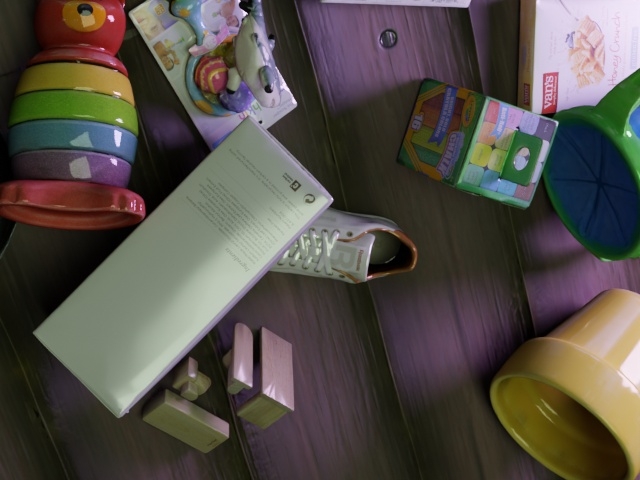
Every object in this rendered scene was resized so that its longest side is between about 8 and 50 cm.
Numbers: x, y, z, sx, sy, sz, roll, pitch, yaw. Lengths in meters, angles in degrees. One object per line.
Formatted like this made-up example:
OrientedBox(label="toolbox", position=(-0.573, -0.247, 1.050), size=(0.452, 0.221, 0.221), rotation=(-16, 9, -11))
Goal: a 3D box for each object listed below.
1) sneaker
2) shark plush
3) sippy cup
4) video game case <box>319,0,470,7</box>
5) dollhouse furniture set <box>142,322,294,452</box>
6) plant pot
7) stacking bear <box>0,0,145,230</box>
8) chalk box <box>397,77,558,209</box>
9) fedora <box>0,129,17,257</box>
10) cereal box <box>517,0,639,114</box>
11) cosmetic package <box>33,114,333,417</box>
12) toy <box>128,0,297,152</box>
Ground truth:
OrientedBox(label="sneaker", position=(0.000, 0.000, 1.744), size=(0.290, 0.123, 0.106), rotation=(1, 105, -24))
OrientedBox(label="shark plush", position=(-0.083, -0.247, 1.628), size=(0.067, 0.073, 0.161), rotation=(-14, 92, -51))
OrientedBox(label="sippy cup", position=(0.480, -0.117, 1.881), size=(0.224, 0.305, 0.240), rotation=(-24, 84, -21))
OrientedBox(label="video game case", position=(0.125, -0.401, 1.682), size=(0.232, 0.042, 0.210), rotation=(-4, 138, -25))
OrientedBox(label="dollhouse furniture set", position=(-0.141, 0.195, 1.784), size=(0.144, 0.123, 0.151), rotation=(34, 123, -29))
OrientedBox(label="plant pot", position=(0.426, 0.211, 1.954), size=(0.239, 0.254, 0.254), rotation=(-45, 119, -26))
OrientedBox(label="stacking bear", position=(-0.290, -0.166, 1.518), size=(0.175, 0.164, 0.289), rotation=(4, 81, -10))
OrientedBox(label="chalk box", position=(0.224, -0.130, 1.763), size=(0.132, 0.213, 0.132), rotation=(15, 97, -29))
OrientedBox(label="fedora", position=(-0.496, -0.024, 1.478), size=(0.334, 0.152, 0.334), rotation=(-7, 108, -24))
OrientedBox(label="cereal box", position=(0.403, -0.283, 1.901), size=(0.240, 0.047, 0.173), rotation=(-10, 109, -24))
OrientedBox(label="cosmetic package", position=(-0.166, 0.033, 1.598), size=(0.365, 0.197, 0.155), rotation=(-45, 93, -5))
OrientedBox(label="toy", position=(-0.127, -0.228, 1.655), size=(0.137, 0.056, 0.237), rotation=(-37, 117, -12))
